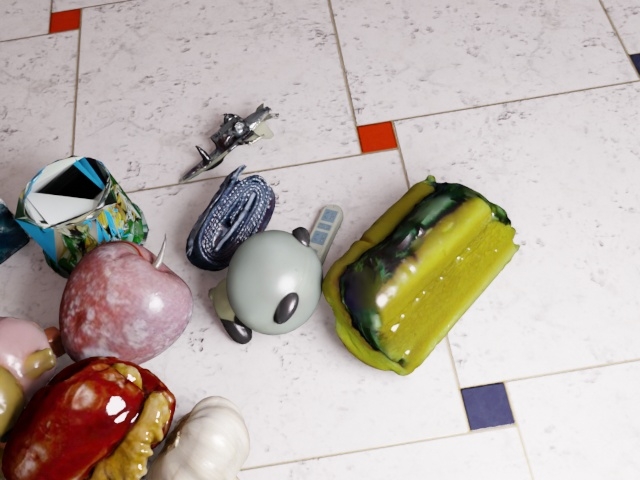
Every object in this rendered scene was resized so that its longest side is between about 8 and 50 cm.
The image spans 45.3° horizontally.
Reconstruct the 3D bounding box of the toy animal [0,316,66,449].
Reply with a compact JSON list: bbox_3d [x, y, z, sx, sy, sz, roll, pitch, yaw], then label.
[{"bbox_3d":[-0.565,0.253,1.339,0.195,0.169,0.281,-23,32,22],"label":"toy animal"}]

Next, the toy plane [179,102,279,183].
[{"bbox_3d":[-0.215,-0.220,1.709,0.262,0.088,0.192,-33,32,-11],"label":"toy plane"}]

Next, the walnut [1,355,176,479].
[{"bbox_3d":[-0.372,0.333,1.275,0.244,0.222,0.269,35,89,28],"label":"walnut"}]

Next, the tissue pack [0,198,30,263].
[{"bbox_3d":[-0.850,0.007,1.527,0.264,0.253,0.416,37,68,25],"label":"tissue pack"}]

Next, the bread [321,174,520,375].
[{"bbox_3d":[0.171,0.055,1.400,0.208,0.251,0.376,18,56,47],"label":"bread"}]

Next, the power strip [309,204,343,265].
[{"bbox_3d":[0.000,0.000,1.574,0.048,0.030,0.191,16,59,17],"label":"power strip"}]

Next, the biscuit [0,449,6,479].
[{"bbox_3d":[-0.679,0.411,1.359,0.237,0.062,0.290,28,64,23],"label":"biscuit"}]

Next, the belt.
[{"bbox_3d":[-0.188,-0.032,1.568,0.122,0.128,0.218,38,64,-15],"label":"belt"}]

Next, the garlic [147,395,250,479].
[{"bbox_3d":[-0.158,0.386,1.279,0.226,0.199,0.199,40,66,-4],"label":"garlic"}]

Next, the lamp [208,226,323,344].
[{"bbox_3d":[-0.101,0.087,1.412,0.198,0.244,0.197,16,59,-30],"label":"lamp"}]

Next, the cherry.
[{"bbox_3d":[-0.357,0.113,1.434,0.236,0.213,0.285,26,82,41],"label":"cherry"}]

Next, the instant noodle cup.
[{"bbox_3d":[-0.490,-0.052,1.574,0.240,0.178,0.240,-3,56,5],"label":"instant noodle cup"}]
